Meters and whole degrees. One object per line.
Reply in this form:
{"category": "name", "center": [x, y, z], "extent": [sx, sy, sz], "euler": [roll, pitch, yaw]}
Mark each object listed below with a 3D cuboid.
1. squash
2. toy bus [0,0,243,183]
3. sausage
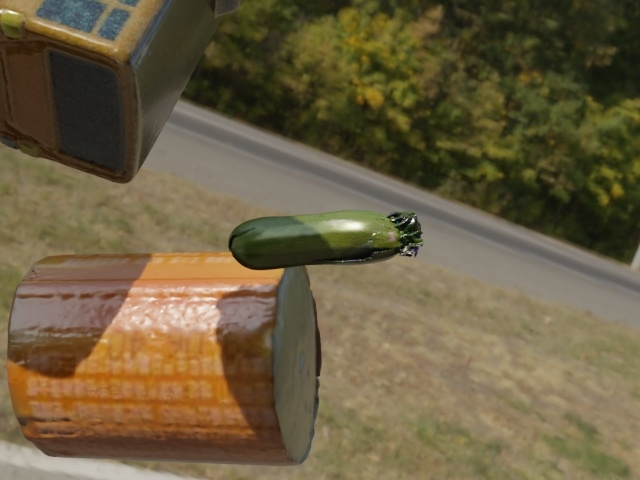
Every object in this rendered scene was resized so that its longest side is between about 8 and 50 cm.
{"category": "squash", "center": [0.000, 0.000, 0.980], "extent": [0.183, 0.052, 0.052], "euler": [-2, -2, 22]}
{"category": "toy bus", "center": [-0.083, -0.122, 0.476], "extent": [0.103, 0.182, 0.091], "euler": [19, -35, 5]}
{"category": "sausage", "center": [-0.154, 0.124, 1.196], "extent": [0.287, 0.233, 0.233], "euler": [-1, 1, 15]}
